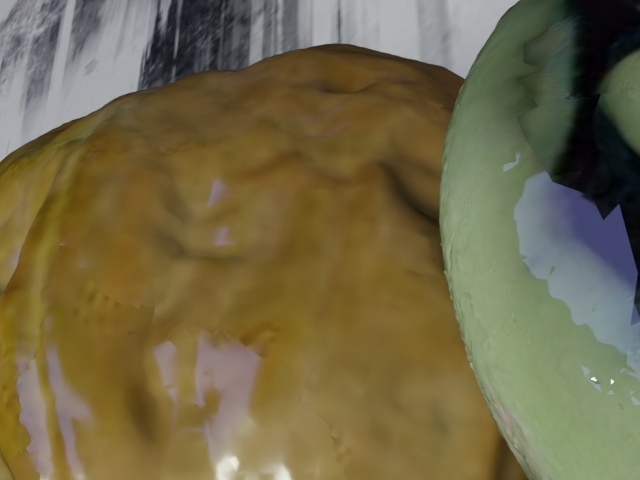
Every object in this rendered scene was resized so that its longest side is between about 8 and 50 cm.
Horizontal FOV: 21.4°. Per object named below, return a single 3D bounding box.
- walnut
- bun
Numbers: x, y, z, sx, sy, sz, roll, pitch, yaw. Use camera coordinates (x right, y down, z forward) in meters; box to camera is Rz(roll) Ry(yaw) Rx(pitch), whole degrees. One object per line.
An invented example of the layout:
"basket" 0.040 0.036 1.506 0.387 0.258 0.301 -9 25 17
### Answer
"walnut" -0.028 0.088 0.695 0.306 0.306 0.344 -34 41 31
"bun" 0.164 0.027 0.558 0.179 0.283 0.283 106 171 -49
